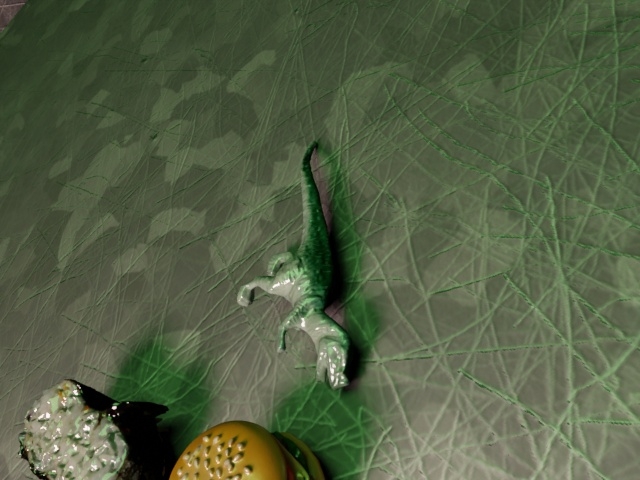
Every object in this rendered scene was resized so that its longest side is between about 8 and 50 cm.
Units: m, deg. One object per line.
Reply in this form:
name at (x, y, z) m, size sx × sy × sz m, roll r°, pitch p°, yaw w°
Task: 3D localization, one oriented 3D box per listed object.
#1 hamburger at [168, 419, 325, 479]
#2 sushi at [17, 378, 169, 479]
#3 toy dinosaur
hamburger at (-0.073, 0.253, 0.608) m, size 0.162 × 0.115 × 0.161 m, roll -20°, pitch 49°, yaw 26°
sushi at (-0.263, 0.246, 0.764) m, size 0.213 × 0.115 × 0.147 m, roll 17°, pitch 77°, yaw 42°
toy dinosaur at (-0.044, 0.017, 0.779) m, size 0.130 × 0.076 × 0.382 m, roll -24°, pitch 53°, yaw 15°
